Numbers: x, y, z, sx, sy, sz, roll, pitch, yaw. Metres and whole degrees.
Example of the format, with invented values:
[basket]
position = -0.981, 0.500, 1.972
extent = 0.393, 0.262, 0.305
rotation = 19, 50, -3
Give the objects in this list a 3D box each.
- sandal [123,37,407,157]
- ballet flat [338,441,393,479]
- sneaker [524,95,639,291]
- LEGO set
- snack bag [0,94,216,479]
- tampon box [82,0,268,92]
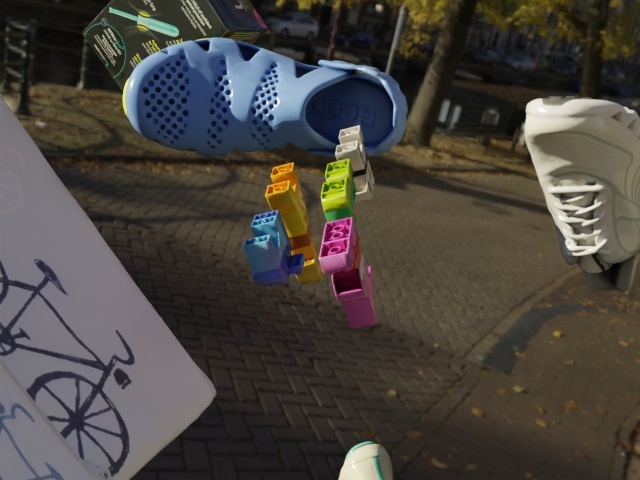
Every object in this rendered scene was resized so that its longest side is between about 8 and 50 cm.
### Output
[sandal]
position = -0.038, -0.142, 0.707
extent = 0.317, 0.126, 0.138
rotation = -3, 14, -19
[ballet flat]
position = 0.053, 0.353, 0.848
extent = 0.086, 0.249, 0.086
rotation = 2, 38, -1
[sneaker]
position = 0.278, -0.040, 0.692
extent = 0.110, 0.118, 0.292
rotation = 7, -21, 40
[LEGO set]
position = 0.000, 0.000, 0.542
extent = 0.087, 0.093, 0.227
rotation = -12, 27, 13
[snack bag]
position = -0.195, 0.012, 0.328
extent = 0.323, 0.037, 0.342
rotation = 53, 16, 4
[tampon box]
position = -0.169, -0.247, 0.811
extent = 0.120, 0.161, 0.101
rotation = 56, 28, -1
